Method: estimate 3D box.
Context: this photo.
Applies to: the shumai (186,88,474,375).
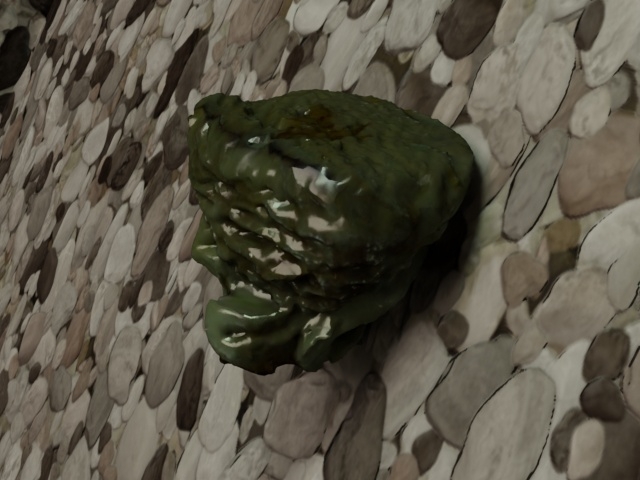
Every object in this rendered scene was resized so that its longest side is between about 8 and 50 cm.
[{"bbox_3d":[0.000,-0.002,1.110,0.256,0.189,0.218,31,116,48],"label":"shumai"}]
